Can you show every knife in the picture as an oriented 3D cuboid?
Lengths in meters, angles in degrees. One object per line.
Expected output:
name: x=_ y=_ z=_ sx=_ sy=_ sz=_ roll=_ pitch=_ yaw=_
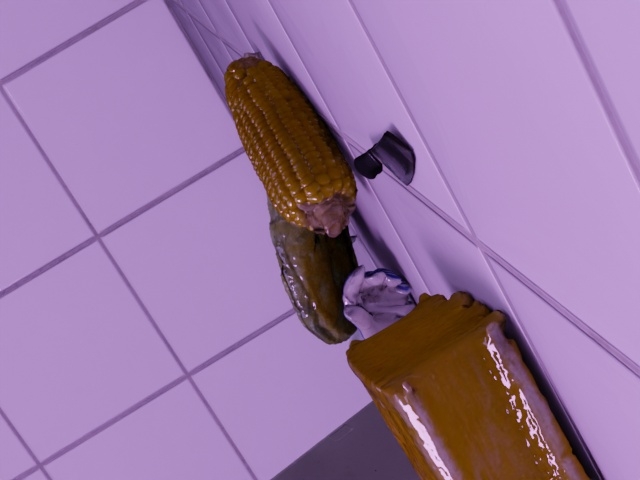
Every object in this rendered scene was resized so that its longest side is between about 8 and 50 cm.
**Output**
knife: x=0.073 y=-0.080 z=1.345 sx=0.060 sy=0.028 sz=0.230 roll=47 pitch=174 yaw=-1

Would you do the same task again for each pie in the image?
pie: x=0.000 y=0.000 z=2.021 sx=0.323 sy=0.071 sz=0.323 roll=-14 pitch=-90 yaw=-72

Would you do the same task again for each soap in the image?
soap: x=0.180 y=0.227 z=1.403 sx=0.335 sy=0.156 sz=0.293 roll=58 pitch=172 yaw=-11

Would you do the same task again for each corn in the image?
corn: x=-0.043 y=-0.129 z=1.777 sx=0.321 sy=0.119 sz=0.119 roll=61 pitch=179 yaw=38

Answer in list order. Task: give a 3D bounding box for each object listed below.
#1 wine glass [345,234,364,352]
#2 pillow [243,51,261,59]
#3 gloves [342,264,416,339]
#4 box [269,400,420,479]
wine glass: x=0.058 y=0.091 z=2.273 sx=0.182 sy=0.122 sz=0.122 roll=61 pitch=176 yaw=-7
pillow: x=-0.077 y=-0.205 z=2.097 sx=0.119 sy=0.053 sz=0.208 roll=54 pitch=172 yaw=29
gloves: x=0.091 y=0.107 z=1.963 sx=0.097 sy=0.119 sz=0.229 roll=14 pitch=150 yaw=27
box: x=0.095 y=0.432 z=1.852 sx=0.177 sy=0.352 sz=0.343 roll=19 pitch=127 yaw=37
